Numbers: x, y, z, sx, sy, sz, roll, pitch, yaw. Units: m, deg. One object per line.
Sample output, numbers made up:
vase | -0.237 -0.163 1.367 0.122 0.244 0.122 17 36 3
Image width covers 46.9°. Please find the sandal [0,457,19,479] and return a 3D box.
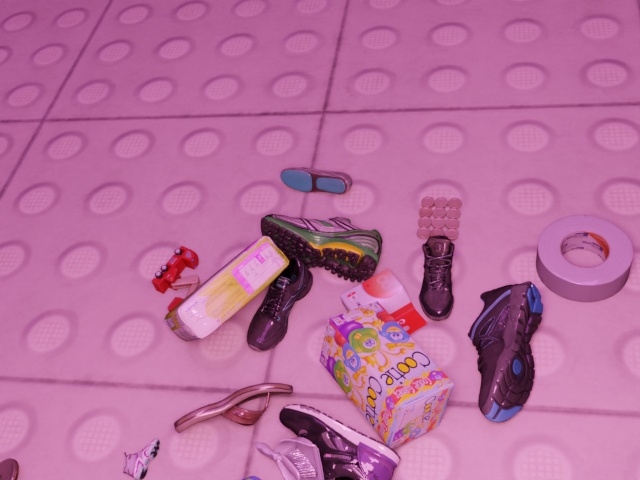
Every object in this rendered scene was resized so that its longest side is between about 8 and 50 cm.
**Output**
sandal | -0.780 0.566 1.648 0.219 0.060 0.090 -29 51 -13

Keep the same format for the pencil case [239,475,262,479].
pencil case | -0.046 0.564 1.454 0.306 0.119 0.133 14 84 22

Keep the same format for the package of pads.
package of pads | -0.230 0.123 1.802 0.296 0.229 0.101 -42 95 -21

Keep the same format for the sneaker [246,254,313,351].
sneaker | -0.111 0.150 1.834 0.101 0.106 0.267 16 57 21

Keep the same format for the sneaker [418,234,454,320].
sneaker | 0.283 0.078 1.797 0.087 0.130 0.227 1 53 15

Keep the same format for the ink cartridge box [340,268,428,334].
ink cartridge box | 0.153 0.168 1.804 0.145 0.045 0.179 -28 48 -12

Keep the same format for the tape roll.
tape roll | 0.638 0.042 1.790 0.219 0.072 0.219 -6 50 8

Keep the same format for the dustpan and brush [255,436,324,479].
dustpan and brush | -0.071 0.466 1.566 0.060 0.147 0.211 -17 18 -26

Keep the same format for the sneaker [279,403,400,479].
sneaker | 0.016 0.447 1.557 0.283 0.107 0.124 20 62 26

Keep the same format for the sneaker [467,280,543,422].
sneaker | 0.402 0.250 1.656 0.140 0.125 0.340 -9 45 41

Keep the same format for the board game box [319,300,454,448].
board game box | 0.137 0.288 1.614 0.142 0.144 0.275 -17 45 -30

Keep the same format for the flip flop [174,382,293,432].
flip flop | -0.190 0.387 1.659 0.277 0.112 0.080 -20 75 -9

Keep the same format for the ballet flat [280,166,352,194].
ballet flat | -0.010 -0.174 2.124 0.213 0.072 0.068 11 26 19

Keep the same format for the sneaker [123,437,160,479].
sneaker | -0.409 0.482 1.657 0.069 0.038 0.098 13 54 21

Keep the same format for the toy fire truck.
toy fire truck | -0.370 0.109 1.961 0.135 0.047 0.192 20 56 26

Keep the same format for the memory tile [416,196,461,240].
memory tile | 0.319 -0.059 1.982 0.113 0.012 0.148 3 51 14

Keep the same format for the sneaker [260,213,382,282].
sneaker | 0.000 0.000 1.940 0.344 0.134 0.146 17 46 16
